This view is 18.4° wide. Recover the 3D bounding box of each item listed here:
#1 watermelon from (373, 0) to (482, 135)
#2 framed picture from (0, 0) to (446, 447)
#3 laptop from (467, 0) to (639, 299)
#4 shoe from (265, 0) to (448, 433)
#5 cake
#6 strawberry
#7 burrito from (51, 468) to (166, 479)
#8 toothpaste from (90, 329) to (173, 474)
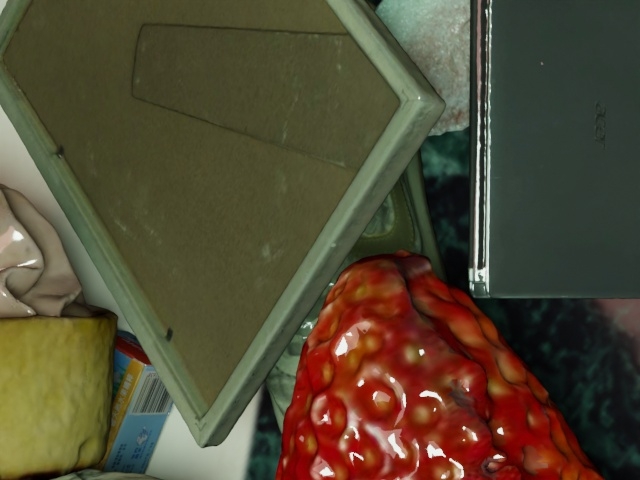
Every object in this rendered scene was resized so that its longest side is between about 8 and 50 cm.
[{"bbox_3d":[0.068,-0.106,1.030,0.180,0.081,0.094,-28,79,-20],"label":"watermelon"},{"bbox_3d":[-0.075,-0.086,1.051,0.324,0.020,0.240,54,125,36],"label":"framed picture"},{"bbox_3d":[0.138,-0.059,1.020,0.129,0.016,0.180,1,91,-14],"label":"laptop"},{"bbox_3d":[0.000,0.000,1.071,0.103,0.098,0.275,-10,87,26],"label":"shoe"},{"bbox_3d":[-0.213,0.044,1.059,0.208,0.185,0.178,-10,93,-12],"label":"cake"},{"bbox_3d":[0.059,0.125,0.980,0.205,0.205,0.244,-11,93,23],"label":"strawberry"},{"bbox_3d":[-0.170,0.154,1.087,0.275,0.082,0.059,-3,106,42],"label":"burrito"},{"bbox_3d":[-0.150,0.145,1.161,0.070,0.044,0.193,28,101,29],"label":"toothpaste"}]
